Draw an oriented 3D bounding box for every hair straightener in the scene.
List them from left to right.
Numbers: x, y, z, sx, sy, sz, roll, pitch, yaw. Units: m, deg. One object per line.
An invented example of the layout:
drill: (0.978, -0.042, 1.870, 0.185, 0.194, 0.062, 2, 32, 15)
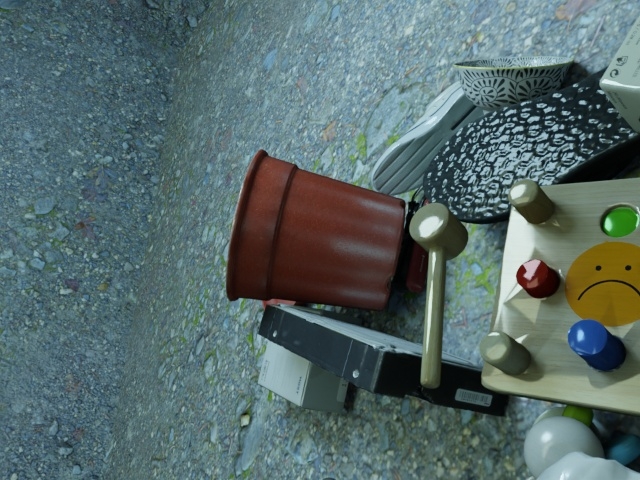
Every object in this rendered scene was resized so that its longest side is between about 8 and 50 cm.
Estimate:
hair straightener: (0.159, -0.017, 1.042, 0.089, 0.047, 0.230, -13, 63, 56)

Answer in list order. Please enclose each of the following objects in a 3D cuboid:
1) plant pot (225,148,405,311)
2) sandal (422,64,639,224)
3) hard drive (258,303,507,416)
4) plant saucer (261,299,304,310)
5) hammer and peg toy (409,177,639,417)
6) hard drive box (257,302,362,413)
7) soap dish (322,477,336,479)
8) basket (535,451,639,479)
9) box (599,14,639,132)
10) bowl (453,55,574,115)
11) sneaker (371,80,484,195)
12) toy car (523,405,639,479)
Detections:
plant pot: (0.000, 0.000, 1.022, 0.272, 0.265, 0.272, 12, -90, -88)
sandal: (0.340, -0.123, 0.768, 0.446, 0.107, 0.167, -22, 54, 38)
hard drive: (0.079, 0.171, 0.885, 0.339, 0.237, 0.064, 6, 79, 61)
plant saucer: (-0.063, 0.051, 1.379, 0.258, 0.048, 0.259, -57, 34, 24)
hammer and peg toy: (0.267, 0.059, 0.646, 0.362, 0.127, 0.265, -3, 64, 42)
hard drive box: (-0.028, 0.225, 1.158, 0.232, 0.089, 0.180, -5, 70, 66)
soap dish: (0.025, 0.479, 0.837, 0.290, 0.229, 0.118, -54, 17, 29)
basket: (0.190, 0.358, 0.331, 0.331, 0.328, 0.266, 36, 66, 28)
box: (0.410, -0.133, 0.521, 0.094, 0.113, 0.275, -60, 36, 4)
bowl: (0.284, -0.228, 0.874, 0.170, 0.170, 0.080, -142, 44, -59)
sneaker: (0.195, -0.179, 1.023, 0.258, 0.094, 0.091, -40, 17, 19)
toy car: (0.280, 0.267, 0.616, 0.136, 0.159, 0.181, 14, 85, 26)
